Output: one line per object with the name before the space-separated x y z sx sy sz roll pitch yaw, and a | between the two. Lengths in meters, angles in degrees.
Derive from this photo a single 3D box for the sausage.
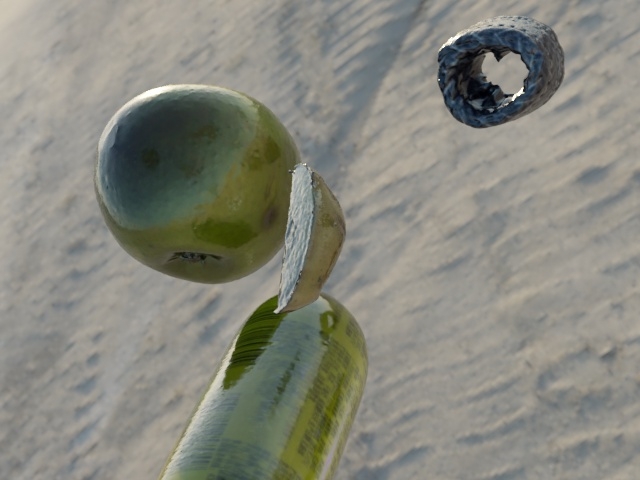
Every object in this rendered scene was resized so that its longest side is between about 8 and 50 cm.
sausage | -0.044 0.157 0.944 0.123 0.123 0.347 -23 24 31

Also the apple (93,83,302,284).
apple | -0.110 -0.048 1.107 0.196 0.196 0.157 -18 57 38

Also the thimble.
thimble | 0.161 -0.149 1.074 0.104 0.095 0.066 9 27 31

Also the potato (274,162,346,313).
potato | 0.001 -0.001 0.697 0.037 0.036 0.093 -30 48 54
